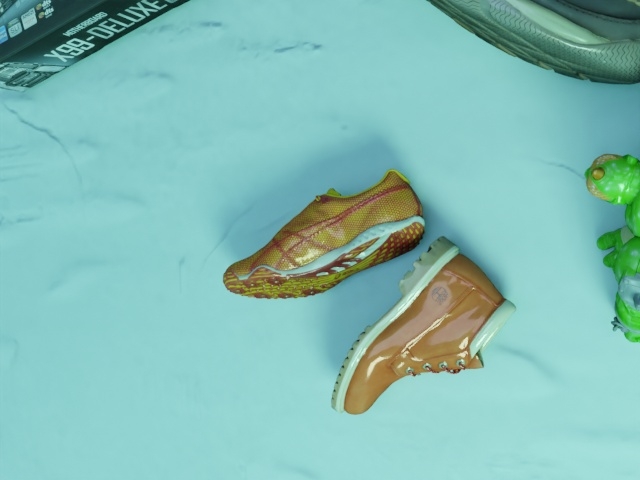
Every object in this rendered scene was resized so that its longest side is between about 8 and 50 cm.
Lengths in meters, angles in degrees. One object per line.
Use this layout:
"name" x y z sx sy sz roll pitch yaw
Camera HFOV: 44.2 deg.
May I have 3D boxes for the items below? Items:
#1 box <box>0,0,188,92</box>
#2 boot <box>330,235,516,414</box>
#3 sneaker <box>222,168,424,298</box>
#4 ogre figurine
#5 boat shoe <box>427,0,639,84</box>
"box" -0.210 -0.305 0.699 0.308 0.076 0.242 -19 82 24
"boot" 0.073 0.083 0.585 0.085 0.059 0.158 40 105 14
"sneaker" 0.000 0.000 0.624 0.175 0.064 0.067 -22 61 18
"ogre figurine" 0.218 -0.030 0.482 0.097 0.118 0.197 37 104 20
"boat shoe" 0.087 -0.233 0.535 0.355 0.132 0.130 37 105 19
